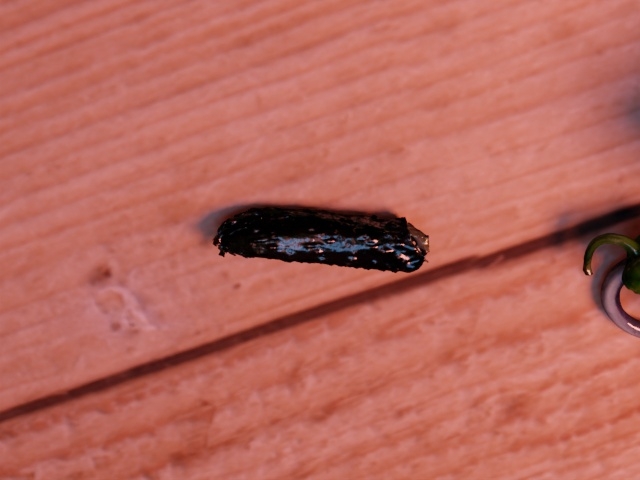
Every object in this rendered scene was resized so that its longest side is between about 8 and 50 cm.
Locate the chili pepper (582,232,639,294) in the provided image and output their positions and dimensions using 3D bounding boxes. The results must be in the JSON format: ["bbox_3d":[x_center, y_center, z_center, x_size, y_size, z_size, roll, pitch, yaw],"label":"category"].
[{"bbox_3d":[0.338,0.068,1.576,0.257,0.100,0.074,42,74,-17],"label":"chili pepper"}]

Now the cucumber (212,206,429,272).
[{"bbox_3d":[0.000,0.000,1.577,0.181,0.053,0.053,3,117,-2],"label":"cucumber"}]

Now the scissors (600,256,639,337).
[{"bbox_3d":[0.450,0.072,1.639,0.383,0.029,0.256,38,111,-20],"label":"scissors"}]
